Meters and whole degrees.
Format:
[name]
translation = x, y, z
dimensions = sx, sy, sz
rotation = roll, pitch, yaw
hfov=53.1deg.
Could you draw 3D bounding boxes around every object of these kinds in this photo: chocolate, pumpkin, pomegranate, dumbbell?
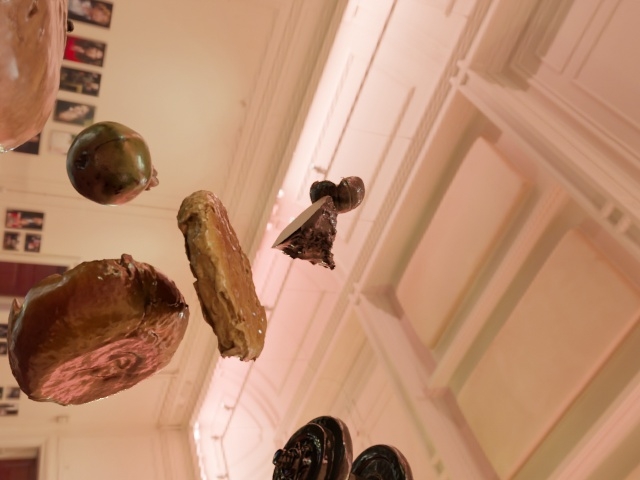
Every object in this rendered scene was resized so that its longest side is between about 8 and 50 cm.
[chocolate]
translation = 0.000, 0.000, 1.872
dimensions = 0.206, 0.177, 0.224
rotation = -38, -168, 22
[pumpkin]
translation = 0.055, -0.140, 2.046
dimensions = 0.108, 0.183, 0.119
rotation = -93, 171, -63
[pomegranate]
translation = -0.437, -0.165, 1.361
dimensions = 0.210, 0.179, 0.179
rotation = -74, 176, -78
[dumbbell]
translation = 0.041, 0.418, 1.099
dimensions = 0.192, 0.290, 0.192
rotation = -44, -152, 30

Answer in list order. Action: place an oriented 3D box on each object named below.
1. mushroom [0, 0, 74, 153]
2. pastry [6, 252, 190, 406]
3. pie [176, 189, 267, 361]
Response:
[mushroom]
translation = -0.223, -0.188, 0.343
dimensions = 0.151, 0.156, 0.286
rotation = 10, -57, 64
[pastry]
translation = -0.415, 0.173, 1.196
dimensions = 0.164, 0.355, 0.356
rotation = 56, -43, 29
[pie]
translation = -0.174, 0.065, 1.151
dimensions = 0.339, 0.083, 0.340
rotation = -18, 90, -89
